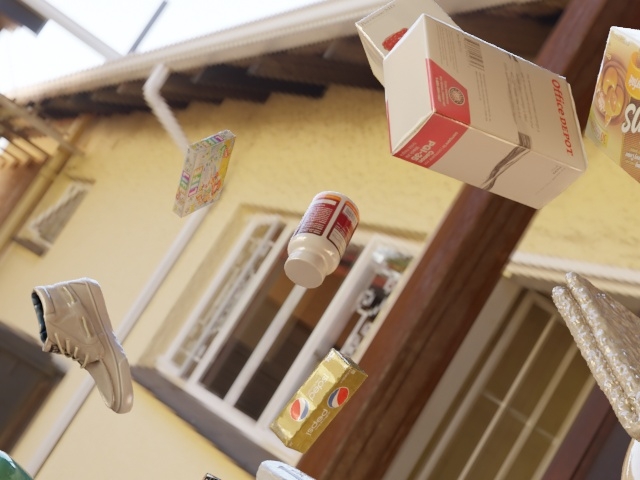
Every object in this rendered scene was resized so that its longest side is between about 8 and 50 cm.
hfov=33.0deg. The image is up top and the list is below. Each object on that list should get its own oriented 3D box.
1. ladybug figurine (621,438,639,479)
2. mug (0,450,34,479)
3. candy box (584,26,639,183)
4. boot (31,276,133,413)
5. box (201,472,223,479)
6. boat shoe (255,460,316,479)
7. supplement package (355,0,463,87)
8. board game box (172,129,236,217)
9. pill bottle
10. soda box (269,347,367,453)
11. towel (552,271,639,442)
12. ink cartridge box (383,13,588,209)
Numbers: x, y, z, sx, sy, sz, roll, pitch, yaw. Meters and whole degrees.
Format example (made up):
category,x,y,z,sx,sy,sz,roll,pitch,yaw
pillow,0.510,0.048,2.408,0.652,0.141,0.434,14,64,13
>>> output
category,x,y,z,sx,sy,sz,roll,pitch,yaw
ladybug figurine,0.595,0.326,1.534,0.305,0.449,0.162,-17,-72,34
mug,-0.559,0.409,1.770,0.158,0.129,0.097,-16,-53,28
candy box,0.494,-0.189,1.575,0.088,0.183,0.316,5,22,-9
boot,-0.413,0.186,1.839,0.095,0.123,0.258,-53,-125,45
box,-0.096,0.434,1.424,0.220,0.175,0.051,32,-12,-12
boat shoe,-0.007,0.488,1.825,0.121,0.119,0.335,11,7,-33
supplement package,0.232,-0.384,2.370,0.293,0.177,0.175,56,-3,38
board game box,-0.216,-0.123,1.997,0.026,0.103,0.154,38,-48,21
pill bottle,0.000,0.000,1.711,0.086,0.152,0.086,16,-42,15
soda box,-0.004,0.280,1.879,0.058,0.181,0.061,43,5,41
towel,0.352,0.155,1.148,0.187,0.049,0.282,32,21,-20
ink cartridge box,0.246,-0.189,1.635,0.283,0.207,0.117,18,-41,-25
